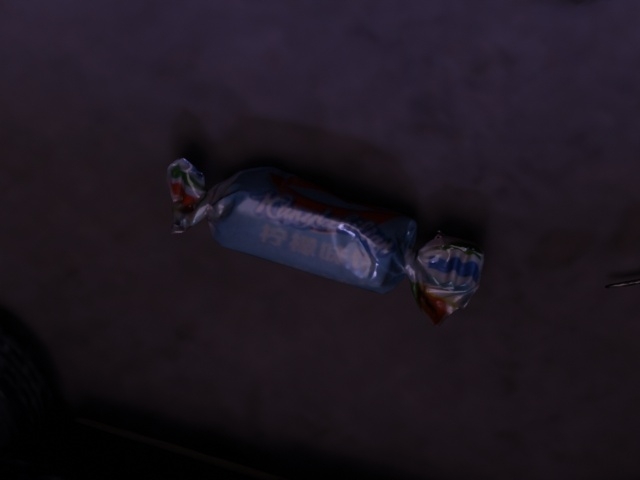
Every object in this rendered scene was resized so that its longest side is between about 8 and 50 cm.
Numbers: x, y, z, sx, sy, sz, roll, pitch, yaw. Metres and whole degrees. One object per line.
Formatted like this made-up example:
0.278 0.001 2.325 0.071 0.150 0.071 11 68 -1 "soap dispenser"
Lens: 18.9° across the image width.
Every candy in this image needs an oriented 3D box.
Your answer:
0.000 0.000 0.483 0.083 0.020 0.030 15 124 4 "candy"

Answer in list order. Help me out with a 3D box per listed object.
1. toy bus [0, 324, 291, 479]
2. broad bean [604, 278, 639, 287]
-0.039 0.162 0.514 0.365 0.177 0.202 17 129 6 "toy bus"
0.085 -0.109 0.368 0.098 0.056 0.318 -3 125 15 "broad bean"
